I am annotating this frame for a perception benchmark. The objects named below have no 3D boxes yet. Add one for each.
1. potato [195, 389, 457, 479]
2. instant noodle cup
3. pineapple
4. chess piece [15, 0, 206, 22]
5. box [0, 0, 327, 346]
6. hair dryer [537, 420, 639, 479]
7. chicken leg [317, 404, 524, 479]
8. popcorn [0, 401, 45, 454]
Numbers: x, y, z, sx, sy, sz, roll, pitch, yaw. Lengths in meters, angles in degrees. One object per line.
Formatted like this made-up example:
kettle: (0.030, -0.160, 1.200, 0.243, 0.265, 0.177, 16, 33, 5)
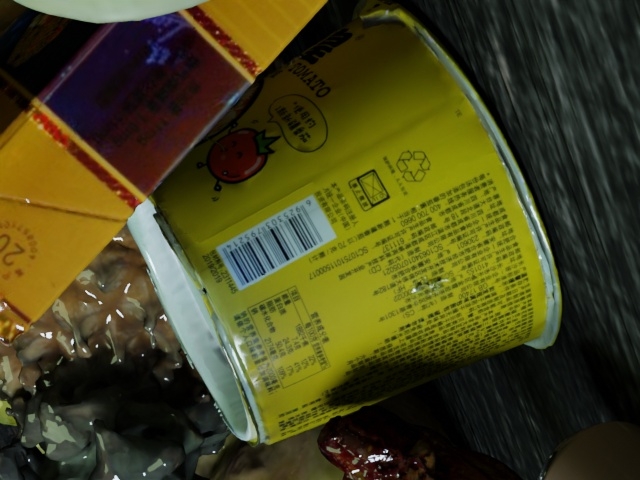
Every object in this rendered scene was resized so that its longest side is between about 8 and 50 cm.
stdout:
potato: (0.005, 0.200, 0.991, 0.289, 0.301, 0.237, 30, 125, 27)
instant noodle cup: (0.000, 0.000, 0.740, 0.182, 0.144, 0.182, 59, 168, 21)
pineapple: (-0.109, 0.054, 0.889, 0.223, 0.223, 0.357, 104, 164, -73)
chess piece: (-0.082, -0.245, 0.408, 0.234, 0.234, 0.442, 58, 173, 23)
box: (-0.088, -0.079, 0.708, 0.070, 0.237, 0.152, 42, 177, -23)
hair dryer: (0.155, 0.164, 0.657, 0.181, 0.064, 0.117, 63, 171, -27)
chicken leg: (0.076, 0.125, 0.722, 0.205, 0.053, 0.093, 28, 175, -42)
popcorn: (-0.200, 0.032, 1.324, 0.335, 0.279, 0.274, 22, 128, 9)
